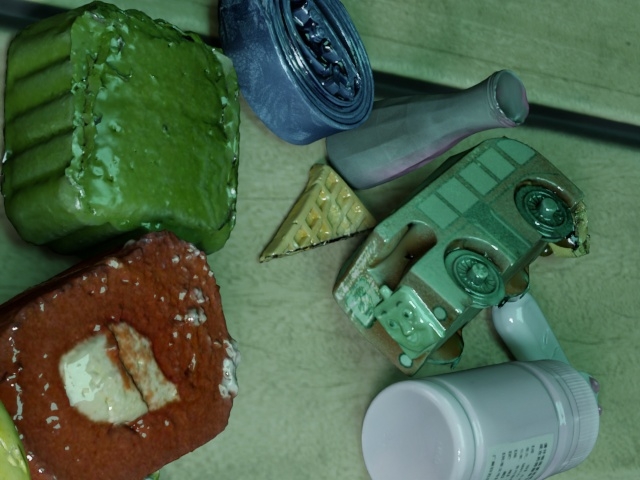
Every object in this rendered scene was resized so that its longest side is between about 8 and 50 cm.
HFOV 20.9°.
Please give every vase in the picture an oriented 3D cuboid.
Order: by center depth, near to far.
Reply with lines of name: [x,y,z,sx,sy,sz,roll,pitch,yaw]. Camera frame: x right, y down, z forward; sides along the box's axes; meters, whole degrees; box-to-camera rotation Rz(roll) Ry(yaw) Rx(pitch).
vase: [0.109,-0.116,1.736,0.086,0.214,0.086,18,65,-43]

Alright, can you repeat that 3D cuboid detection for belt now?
belt: [-0.024,-0.189,1.714,0.190,0.082,0.141,59,38,-17]

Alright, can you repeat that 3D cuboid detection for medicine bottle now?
medicine bottle: [0.167,0.193,1.766,0.249,0.133,0.133,-6,83,-48]

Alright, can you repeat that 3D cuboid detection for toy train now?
toy train: [0.149,0.007,1.789,0.159,0.129,0.326,43,43,8]

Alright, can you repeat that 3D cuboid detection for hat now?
hat: [0.280,-0.016,2.014,0.076,0.059,0.077,-10,91,-65]

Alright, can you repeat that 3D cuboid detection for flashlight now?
flashlight: [0.257,0.138,1.947,0.200,0.047,0.093,57,44,-19]

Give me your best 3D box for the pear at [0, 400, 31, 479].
pear: [-0.352,0.179,1.066,0.348,0.348,0.348,18,65,-44]

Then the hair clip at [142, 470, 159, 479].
hair clip: [-0.188,0.248,1.414,0.056,0.062,0.214,37,38,21]

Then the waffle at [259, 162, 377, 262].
waffle: [0.000,0.000,1.725,0.097,0.023,0.153,52,44,-22]

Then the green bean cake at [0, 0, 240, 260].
green bean cake: [-0.168,-0.088,1.500,0.200,0.113,0.214,14,67,-44]

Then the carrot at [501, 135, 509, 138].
carrot: [0.214,-0.053,1.961,0.048,0.048,0.139,23,61,-42]

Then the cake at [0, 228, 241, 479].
cake: [-0.187,0.115,1.388,0.283,0.151,0.177,-33,99,-52]
